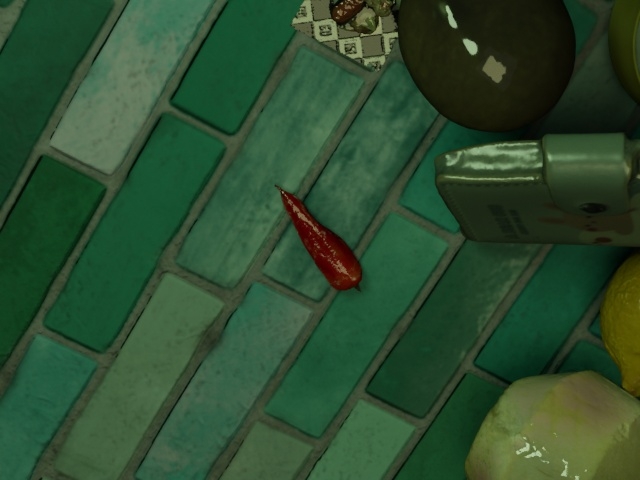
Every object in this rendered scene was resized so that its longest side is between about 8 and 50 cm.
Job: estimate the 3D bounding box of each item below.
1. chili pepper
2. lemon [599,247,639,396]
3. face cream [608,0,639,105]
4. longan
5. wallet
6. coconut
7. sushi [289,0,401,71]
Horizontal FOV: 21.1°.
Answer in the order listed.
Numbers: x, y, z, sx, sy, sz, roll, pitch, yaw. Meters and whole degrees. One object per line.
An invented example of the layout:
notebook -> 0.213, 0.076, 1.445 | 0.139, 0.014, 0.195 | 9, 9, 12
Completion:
chili pepper -> 0.000, 0.000, 2.089 | 0.045, 0.027, 0.178 | -31, 110, 11
lemon -> 0.435, 0.085, 2.065 | 0.187, 0.187, 0.244 | 46, 73, -19
face cream -> 0.445, -0.222, 1.906 | 0.218, 0.179, 0.218 | -1, 102, -6
longan -> 0.184, -0.224, 1.909 | 0.196, 0.196, 0.220 | -36, 77, 13
wallet -> 0.312, -0.053, 1.940 | 0.360, 0.083, 0.252 | 0, 159, 18
coconut -> 0.318, 0.292, 2.127 | 0.259, 0.259, 0.259 | -1, 114, -2
sushi -> 0.045, -0.267, 1.973 | 0.120, 0.026, 0.126 | 24, 111, -13
